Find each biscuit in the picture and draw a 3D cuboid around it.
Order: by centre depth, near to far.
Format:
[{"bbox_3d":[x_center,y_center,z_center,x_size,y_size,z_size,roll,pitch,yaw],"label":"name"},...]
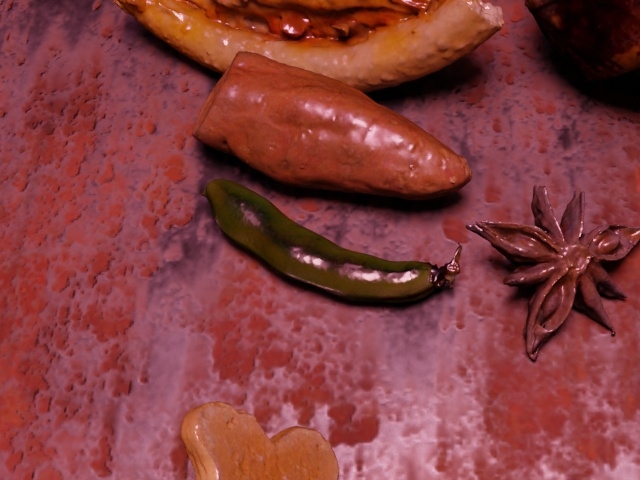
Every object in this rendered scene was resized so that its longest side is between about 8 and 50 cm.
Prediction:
[{"bbox_3d":[-0.038,0.214,0.606,0.030,0.153,0.234,-31,48,34],"label":"biscuit"}]

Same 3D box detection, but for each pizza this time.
[{"bbox_3d":[-0.023,-0.213,0.840,0.365,0.182,0.074,15,38,21],"label":"pizza"}]

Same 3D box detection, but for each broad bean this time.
[{"bbox_3d":[-0.001,0.005,0.783,0.226,0.039,0.069,17,70,18],"label":"broad bean"}]

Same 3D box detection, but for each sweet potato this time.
[{"bbox_3d":[0.001,-0.085,0.805,0.251,0.097,0.097,21,64,22],"label":"sweet potato"}]

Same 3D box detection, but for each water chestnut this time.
[{"bbox_3d":[0.263,-0.238,0.772,0.223,0.223,0.238,-38,91,-13],"label":"water chestnut"}]

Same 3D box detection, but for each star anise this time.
[{"bbox_3d":[0.189,0.013,0.737,0.129,0.056,0.124,-24,83,-10],"label":"star anise"}]
